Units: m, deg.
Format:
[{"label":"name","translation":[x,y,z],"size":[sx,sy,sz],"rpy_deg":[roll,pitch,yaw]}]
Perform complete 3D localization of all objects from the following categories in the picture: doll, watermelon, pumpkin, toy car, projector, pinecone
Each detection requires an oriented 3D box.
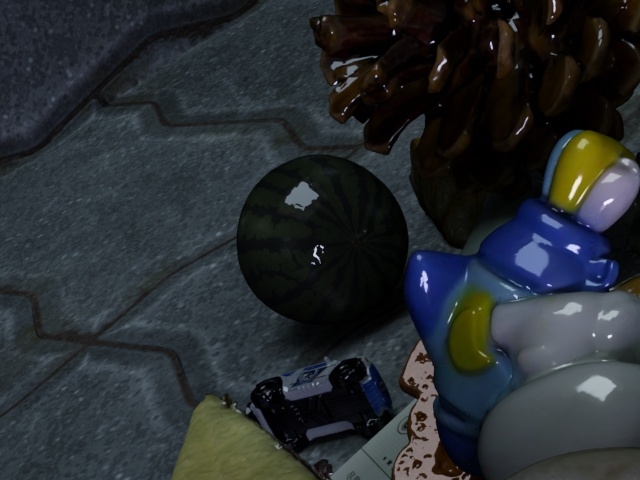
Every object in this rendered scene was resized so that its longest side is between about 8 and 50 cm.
[{"label":"doll","translation":[0.203,0.110,1.550],"size":[0.376,0.187,0.365],"rpy_deg":[-28,52,16]},{"label":"watermelon","translation":[0.000,0.000,2.200],"size":[0.212,0.212,0.212],"rpy_deg":[-24,22,10]},{"label":"pumpkin","translation":[0.188,-0.079,2.255],"size":[0.254,0.130,0.149],"rpy_deg":[-11,27,34]},{"label":"toy car","translation":[-0.004,0.174,1.985],"size":[0.171,0.080,0.070],"rpy_deg":[-17,22,29]},{"label":"projector","translation":[0.206,0.016,1.969],"size":[0.108,0.108,0.337],"rpy_deg":[-20,12,19]},{"label":"pinecone","translation":[0.146,-0.230,1.949],"size":[0.384,0.384,0.384],"rpy_deg":[-24,22,10]}]

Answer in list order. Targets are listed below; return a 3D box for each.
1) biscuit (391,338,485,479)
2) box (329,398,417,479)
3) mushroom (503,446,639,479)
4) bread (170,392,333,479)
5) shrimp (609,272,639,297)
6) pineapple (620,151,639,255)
[{"label":"biscuit","translation":[0.208,0.166,1.663],"size":[0.306,0.043,0.284],"rpy_deg":[24,73,31]},{"label":"box","translation":[0.097,0.212,1.762],"size":[0.245,0.035,0.139],"rpy_deg":[-42,29,-6]},{"label":"mushroom","translation":[0.224,0.296,1.264],"size":[0.293,0.292,0.290],"rpy_deg":[-16,54,29]},{"label":"bread","translation":[0.037,0.294,1.373],"size":[0.242,0.345,0.405],"rpy_deg":[-24,13,19]},{"label":"shrimp","translation":[0.319,0.091,1.820],"size":[0.317,0.062,0.164],"rpy_deg":[-21,30,22]},{"label":"pineapple","translation":[0.424,-0.085,1.942],"size":[0.310,0.170,0.141],"rpy_deg":[-28,19,-23]}]
